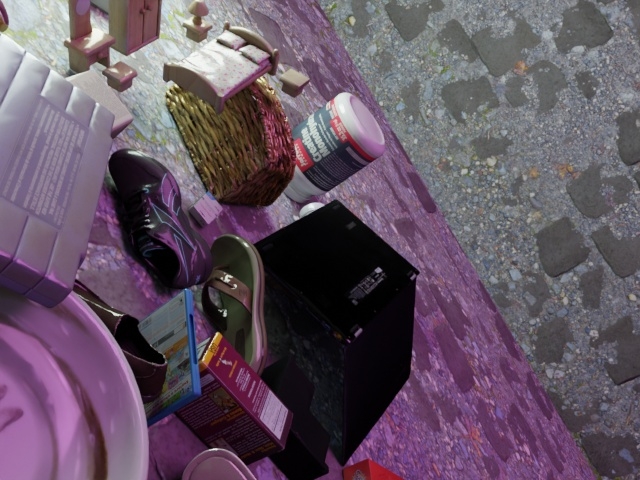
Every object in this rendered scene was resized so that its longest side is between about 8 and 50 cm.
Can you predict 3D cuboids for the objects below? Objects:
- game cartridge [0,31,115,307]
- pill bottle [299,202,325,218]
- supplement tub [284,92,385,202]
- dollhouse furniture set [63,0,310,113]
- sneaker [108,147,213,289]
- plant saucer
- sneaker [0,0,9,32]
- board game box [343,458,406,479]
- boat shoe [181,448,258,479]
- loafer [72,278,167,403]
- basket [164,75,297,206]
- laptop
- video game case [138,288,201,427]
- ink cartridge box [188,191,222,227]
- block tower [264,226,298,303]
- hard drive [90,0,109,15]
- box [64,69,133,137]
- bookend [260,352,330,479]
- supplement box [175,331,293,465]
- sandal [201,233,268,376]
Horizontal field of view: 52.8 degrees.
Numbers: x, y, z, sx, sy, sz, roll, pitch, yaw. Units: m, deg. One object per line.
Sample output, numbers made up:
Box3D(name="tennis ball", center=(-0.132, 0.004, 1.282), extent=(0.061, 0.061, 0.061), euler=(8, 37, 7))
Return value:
Box3D(name="game cartridge", center=(-0.375, -0.103, 0.785), extent=(0.230, 0.068, 0.355), euler=(42, 27, -36))
Box3D(name="pill bottle", center=(0.000, 0.000, 1.576), extent=(0.103, 0.103, 0.184), euler=(33, 33, -44))
Box3D(name="supplement tub", center=(0.014, -0.238, 1.687), extent=(0.191, 0.272, 0.191), euler=(44, 26, -29))
Box3D(name="dollhouse furniture set", center=(-0.230, -0.365, 1.190), extent=(0.355, 0.174, 0.303), euler=(31, 48, 11))
Box3D(name="sneaker", center=(-0.277, -0.037, 1.079), extent=(0.267, 0.101, 0.106), euler=(57, 25, -1))
Box3D(name="plant saucer", center=(-0.356, 0.188, 0.639), extent=(0.400, 0.100, 0.400), euler=(45, 26, -29))
Box3D(name="sneaker", center=(-0.561, -0.422, 1.038), extent=(0.185, 0.069, 0.084), euler=(51, 29, -17))
Box3D(name="board game box", center=(0.172, 0.588, 1.227), extent=(0.316, 0.064, 0.242), euler=(40, 28, -35))
Box3D(name="boat shoe", center=(-0.078, 0.436, 0.873), extent=(0.340, 0.127, 0.113), euler=(52, -20, 4))
Box3D(name="loafer", center=(-0.281, 0.116, 0.865), extent=(0.220, 0.078, 0.080), euler=(42, 23, 4))
Box3D(name="basket", center=(-0.160, -0.249, 1.432), extent=(0.223, 0.213, 0.299), euler=(1, 60, -62))
Box3D(name="laptop", center=(0.041, 0.168, 1.371), extent=(0.408, 0.236, 0.382), euler=(42, 31, 10))
Box3D(name="video game case", center=(-0.219, 0.165, 0.912), extent=(0.015, 0.119, 0.166), euler=(31, 35, -43))
Box3D(name="ink cartridge box", center=(-0.232, -0.059, 1.285), extent=(0.048, 0.028, 0.083), euler=(52, 23, -13))
Box3D(name="block tower", center=(-0.007, 0.099, 1.456), extent=(0.335, 0.097, 0.091), euler=(39, 29, -41))
Box3D(name="hard drive", center=(-0.541, -0.667, 1.417), extent=(0.233, 0.047, 0.353), euler=(25, 39, -52))
Box3D(name="box", center=(-0.409, -0.172, 0.993), extent=(0.113, 0.094, 0.275), euler=(52, 24, -11))
Box3D(name="bookend", center=(-0.047, 0.311, 1.131), extent=(0.156, 0.072, 0.157), euler=(52, 23, -15))
Box3D(name="supplement box", center=(-0.143, 0.247, 0.981), extent=(0.188, 0.104, 0.081), euler=(51, 24, -16))
Box3D(name="sandal", center=(-0.158, 0.107, 1.125), extent=(0.086, 0.120, 0.303), euler=(19, 43, -35))
